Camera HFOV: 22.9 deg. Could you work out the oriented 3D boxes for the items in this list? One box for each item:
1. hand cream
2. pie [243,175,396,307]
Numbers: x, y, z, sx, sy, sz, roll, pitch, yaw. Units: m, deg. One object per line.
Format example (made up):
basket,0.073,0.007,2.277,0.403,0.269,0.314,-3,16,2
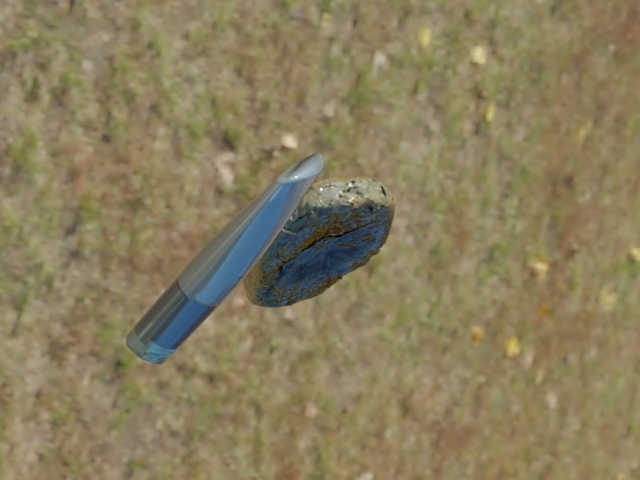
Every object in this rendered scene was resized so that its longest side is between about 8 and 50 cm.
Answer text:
hand cream,-0.084,0.016,1.389,0.255,0.048,0.079,-48,179,29
pie,0.000,0.000,1.693,0.195,0.046,0.195,-26,154,-14
